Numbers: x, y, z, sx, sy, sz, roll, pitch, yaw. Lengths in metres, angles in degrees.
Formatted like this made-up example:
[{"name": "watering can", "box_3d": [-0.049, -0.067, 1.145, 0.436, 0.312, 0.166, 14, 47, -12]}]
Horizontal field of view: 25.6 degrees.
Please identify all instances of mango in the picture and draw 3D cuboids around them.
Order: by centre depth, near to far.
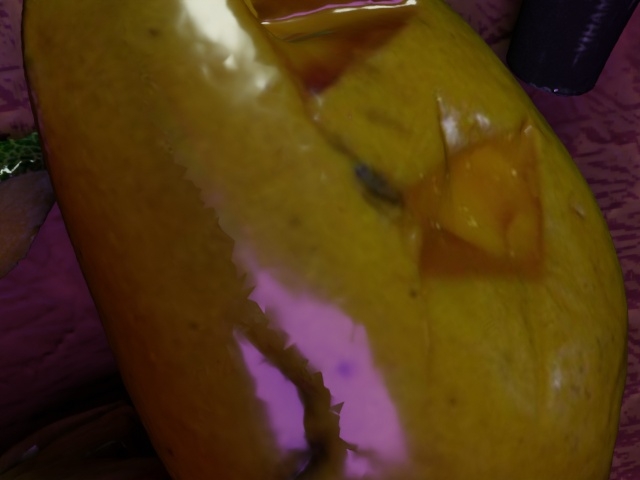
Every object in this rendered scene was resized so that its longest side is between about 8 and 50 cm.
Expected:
[{"name": "mango", "box_3d": [0.000, 0.000, 0.641, 0.182, 0.253, 0.365, -22, 113, 47]}]

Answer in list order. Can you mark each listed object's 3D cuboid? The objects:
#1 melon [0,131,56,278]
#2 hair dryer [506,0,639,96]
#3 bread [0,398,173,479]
[{"name": "melon", "box_3d": [-0.216, 0.023, 0.720, 0.261, 0.053, 0.114, -33, 126, 9]}, {"name": "hair dryer", "box_3d": [0.231, -0.163, 0.676, 0.271, 0.091, 0.235, 5, 127, -16]}, {"name": "bread", "box_3d": [-0.134, 0.250, 0.769, 0.370, 0.191, 0.314, -23, 118, 27]}]
